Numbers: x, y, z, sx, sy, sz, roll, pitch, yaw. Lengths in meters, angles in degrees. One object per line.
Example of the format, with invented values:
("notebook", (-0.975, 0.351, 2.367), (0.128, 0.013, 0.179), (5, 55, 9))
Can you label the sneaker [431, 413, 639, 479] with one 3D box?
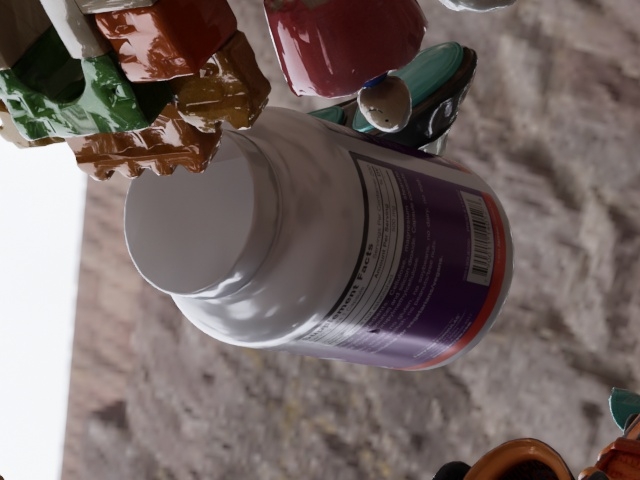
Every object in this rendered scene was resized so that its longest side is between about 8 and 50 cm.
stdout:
("sneaker", (0.153, 0.143, 1.002), (0.124, 0.180, 0.321), (-2, -141, 34))

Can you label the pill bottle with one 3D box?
("pill bottle", (0.000, 0.000, 1.517), (0.181, 0.181, 0.323), (43, -163, 34))

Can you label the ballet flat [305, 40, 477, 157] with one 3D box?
("ballet flat", (0.045, -0.089, 1.716), (0.096, 0.280, 0.095), (46, -136, -27))

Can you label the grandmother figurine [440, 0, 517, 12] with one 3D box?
("grandmother figurine", (0.165, -0.297, 1.569), (0.208, 0.342, 0.104), (10, -120, -11))

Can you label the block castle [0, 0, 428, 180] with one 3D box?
("block castle", (-0.093, -0.196, 1.237), (0.453, 0.213, 0.303), (-2, -143, 38))

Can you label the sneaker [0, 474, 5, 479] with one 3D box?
("sneaker", (-0.260, 0.229, 1.590), (0.032, 0.037, 0.083), (11, -135, -55))

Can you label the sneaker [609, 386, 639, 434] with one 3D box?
("sneaker", (0.335, 0.159, 1.667), (0.178, 0.124, 0.295), (33, -93, 10))
